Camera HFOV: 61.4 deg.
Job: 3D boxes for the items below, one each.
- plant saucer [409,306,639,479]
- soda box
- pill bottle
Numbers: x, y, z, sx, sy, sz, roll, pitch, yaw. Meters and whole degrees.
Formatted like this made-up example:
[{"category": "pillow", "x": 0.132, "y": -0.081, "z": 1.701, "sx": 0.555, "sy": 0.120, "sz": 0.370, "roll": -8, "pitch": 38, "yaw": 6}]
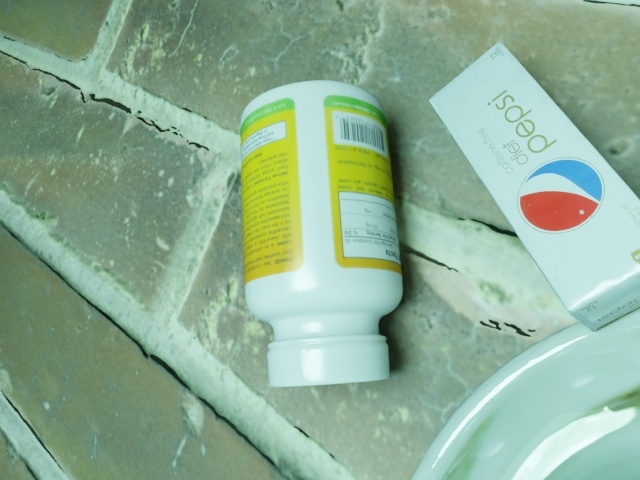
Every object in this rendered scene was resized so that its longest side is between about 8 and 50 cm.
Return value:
[{"category": "plant saucer", "x": 0.200, "y": 0.216, "z": 0.266, "sx": 0.400, "sy": 0.100, "sz": 0.400, "roll": -38, "pitch": 27, "yaw": 23}, {"category": "soda box", "x": 0.166, "y": -0.046, "z": 0.399, "sx": 0.074, "sy": 0.069, "sz": 0.216, "roll": -37, "pitch": 51, "yaw": 22}, {"category": "pill bottle", "x": 0.000, "y": 0.000, "z": 0.477, "sx": 0.136, "sy": 0.136, "sz": 0.245, "roll": -12, "pitch": 74, "yaw": 30}]
